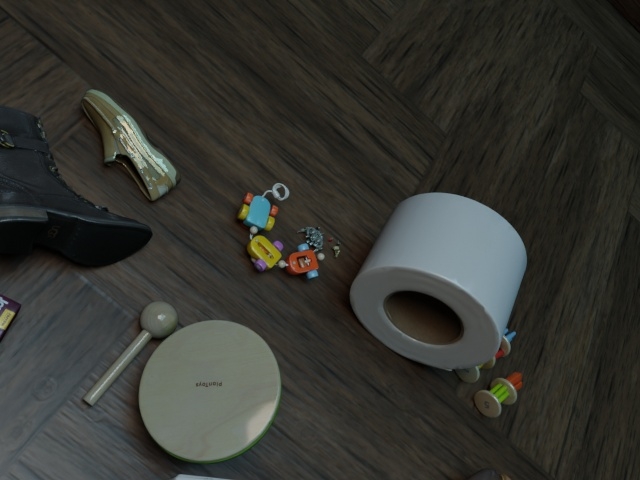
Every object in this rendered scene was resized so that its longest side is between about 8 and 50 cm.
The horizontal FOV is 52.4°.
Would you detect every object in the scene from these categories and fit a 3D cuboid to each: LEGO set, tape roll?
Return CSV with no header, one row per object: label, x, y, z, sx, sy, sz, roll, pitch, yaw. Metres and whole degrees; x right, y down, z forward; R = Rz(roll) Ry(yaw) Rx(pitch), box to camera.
LEGO set,0.001,-0.002,1.104,0.083,0.023,0.054,8,63,-28
tape roll,0.190,0.067,1.047,0.246,0.246,0.169,38,54,-10

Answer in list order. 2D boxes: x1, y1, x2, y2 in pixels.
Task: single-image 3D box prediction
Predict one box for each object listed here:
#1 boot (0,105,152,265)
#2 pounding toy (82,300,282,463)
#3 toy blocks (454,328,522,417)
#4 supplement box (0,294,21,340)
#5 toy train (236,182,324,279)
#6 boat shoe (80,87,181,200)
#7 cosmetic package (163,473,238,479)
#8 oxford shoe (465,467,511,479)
boot,-0.366,-0.087,0.878,0.263,0.091,0.229,12,43,-51
pounding toy,-0.163,0.201,0.876,0.237,0.110,0.183,22,65,14
toy blocks,0.321,0.229,1.166,0.148,0.054,0.123,-25,81,-37
supplement box,-0.420,0.087,0.794,0.083,0.043,0.055,30,55,-17
toy train,-0.072,-0.004,1.051,0.125,0.046,0.166,-16,79,-37
boat shoe,-0.296,-0.140,0.970,0.190,0.068,0.072,46,64,-4
cosmetic package,-0.099,0.356,0.742,0.224,0.224,0.138,15,60,-24
oxford shoe,0.146,0.422,0.925,0.363,0.130,0.133,-29,76,-39
